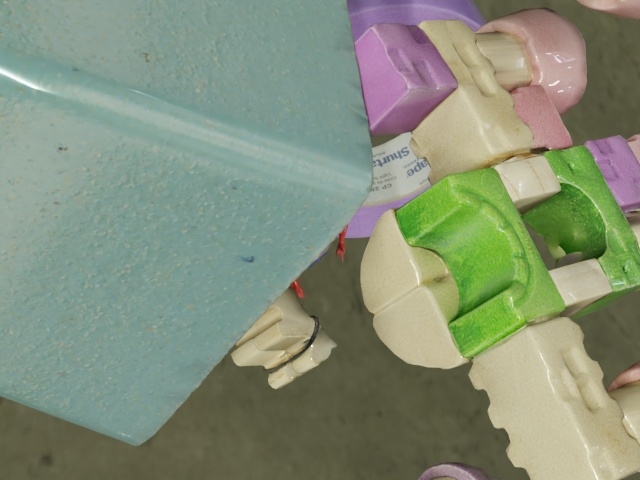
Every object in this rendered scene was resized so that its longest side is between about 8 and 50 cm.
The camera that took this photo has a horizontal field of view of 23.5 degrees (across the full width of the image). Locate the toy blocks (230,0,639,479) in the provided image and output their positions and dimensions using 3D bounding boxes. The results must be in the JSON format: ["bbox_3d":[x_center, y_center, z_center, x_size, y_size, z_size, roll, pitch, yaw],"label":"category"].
[{"bbox_3d":[0.141,0.001,0.839,0.309,0.260,0.289,-37,73,39],"label":"toy blocks"}]

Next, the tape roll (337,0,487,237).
[{"bbox_3d":[0.048,-0.134,1.503,0.274,0.090,0.275,-9,131,-11],"label":"tape roll"}]

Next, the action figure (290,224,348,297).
[{"bbox_3d":[0.000,0.000,1.164,0.038,0.030,0.115,0,133,-39],"label":"action figure"}]

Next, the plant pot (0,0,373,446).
[{"bbox_3d":[-0.154,-0.080,0.789,0.252,0.247,0.248,18,135,-28],"label":"plant pot"}]
